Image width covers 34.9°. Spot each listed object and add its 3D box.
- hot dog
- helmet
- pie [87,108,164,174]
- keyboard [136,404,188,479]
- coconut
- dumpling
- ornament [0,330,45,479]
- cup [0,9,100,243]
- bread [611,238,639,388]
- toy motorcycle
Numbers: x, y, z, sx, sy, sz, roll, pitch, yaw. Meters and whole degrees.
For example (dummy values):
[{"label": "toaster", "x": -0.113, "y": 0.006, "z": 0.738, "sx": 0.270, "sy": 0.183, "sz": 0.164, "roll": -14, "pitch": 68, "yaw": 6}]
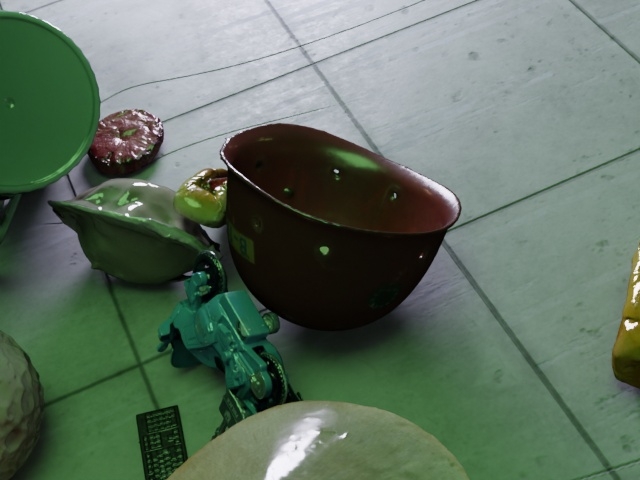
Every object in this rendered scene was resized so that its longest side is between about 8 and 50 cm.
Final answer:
[{"label": "hot dog", "x": -0.155, "y": -0.073, "z": 1.582, "sx": 0.084, "sy": 0.073, "sz": 0.242, "roll": 21, "pitch": 10, "yaw": 9}, {"label": "helmet", "x": 0.000, "y": 0.000, "z": 1.470, "sx": 0.338, "sy": 0.230, "sz": 0.385, "roll": 1, "pitch": 24, "yaw": -28}, {"label": "pie", "x": -0.350, "y": -0.177, "z": 1.822, "sx": 0.155, "sy": 0.036, "sz": 0.154, "roll": -5, "pitch": 48, "yaw": 6}, {"label": "keyboard", "x": -0.210, "y": 0.311, "z": 1.384, "sx": 0.064, "sy": 0.010, "sz": 0.198, "roll": -14, "pitch": 48, "yaw": -5}, {"label": "coconut", "x": -0.010, "y": 0.363, "z": 1.038, "sx": 0.415, "sy": 0.415, "sz": 0.345, "roll": -33, "pitch": 53, "yaw": -19}, {"label": "dumpling", "x": -0.283, "y": -0.034, "z": 1.570, "sx": 0.293, "sy": 0.204, "sz": 0.163, "roll": 14, "pitch": 53, "yaw": 24}, {"label": "ornament", "x": -0.510, "y": 0.222, "z": 1.373, "sx": 0.260, "sy": 0.225, "sz": 0.259, "roll": -4, "pitch": 49, "yaw": 5}, {"label": "cup", "x": -0.503, "y": -0.168, "z": 1.612, "sx": 0.310, "sy": 0.400, "sz": 0.392, "roll": -20, "pitch": 13, "yaw": -20}, {"label": "bread", "x": 0.506, "y": 0.077, "z": 1.385, "sx": 0.167, "sy": 0.132, "sz": 0.294, "roll": 9, "pitch": 52, "yaw": 25}, {"label": "toy motorcycle", "x": -0.130, "y": 0.158, "z": 1.408, "sx": 0.124, "sy": 0.182, "sz": 0.272, "roll": -8, "pitch": 52, "yaw": -38}]
